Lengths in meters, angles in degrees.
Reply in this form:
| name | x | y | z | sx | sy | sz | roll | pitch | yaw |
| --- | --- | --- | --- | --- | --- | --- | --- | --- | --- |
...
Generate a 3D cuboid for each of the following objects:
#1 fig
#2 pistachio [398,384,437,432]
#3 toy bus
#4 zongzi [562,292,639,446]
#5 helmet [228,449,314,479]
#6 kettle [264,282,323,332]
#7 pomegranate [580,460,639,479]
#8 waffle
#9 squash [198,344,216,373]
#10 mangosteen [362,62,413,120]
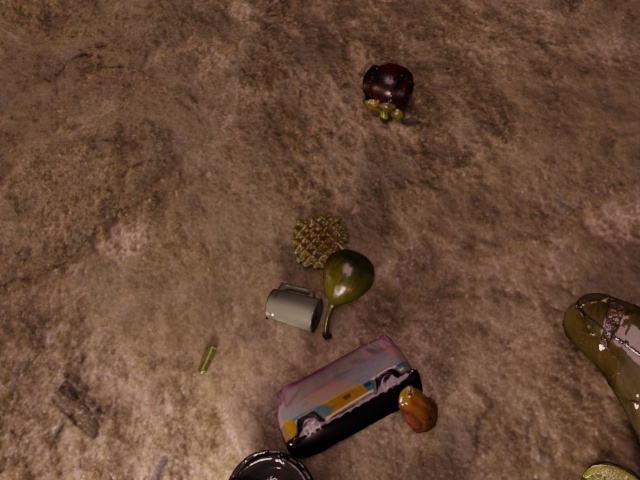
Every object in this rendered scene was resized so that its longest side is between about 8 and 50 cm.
| name | x | y | z | sx | sy | sz | roll | pitch | yaw |
| --- | --- | --- | --- | --- | --- | --- | --- | --- | --- |
| fig | 0.045 | 0.145 | 1.632 | 0.151 | 0.151 | 0.259 | 35 | 91 | 20 |
| pistachio | 0.258 | 0.435 | 1.459 | 0.090 | 0.172 | 0.049 | -34 | 33 | -10 |
| toy bus | 0.062 | 0.406 | 1.506 | 0.386 | 0.171 | 0.162 | -28 | 53 | -5 |
| zongzi | 0.744 | 0.345 | 1.423 | 0.356 | 0.174 | 0.392 | 25 | 80 | 22 |
| helmet | -0.102 | 0.658 | 1.424 | 0.231 | 0.160 | 0.278 | -30 | 73 | -2 |
| kettle | -0.073 | 0.186 | 1.646 | 0.148 | 0.098 | 0.126 | 14 | 76 | 17 |
| pomegranate | 0.682 | 0.609 | 1.342 | 0.143 | 0.122 | 0.169 | 6 | 68 | 15 |
| waffle | 0.000 | 0.000 | 1.741 | 0.169 | 0.036 | 0.183 | -7 | 68 | 4 |
| squash | -0.328 | 0.346 | 1.656 | 0.028 | 0.027 | 0.083 | 18 | 73 | 15 |
| mangosteen | 0.213 | -0.479 | 1.846 | 0.166 | 0.166 | 0.180 | 8 | 94 | 12 |
